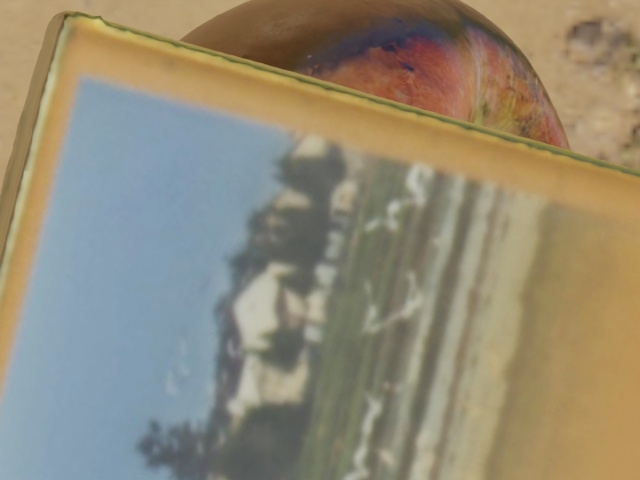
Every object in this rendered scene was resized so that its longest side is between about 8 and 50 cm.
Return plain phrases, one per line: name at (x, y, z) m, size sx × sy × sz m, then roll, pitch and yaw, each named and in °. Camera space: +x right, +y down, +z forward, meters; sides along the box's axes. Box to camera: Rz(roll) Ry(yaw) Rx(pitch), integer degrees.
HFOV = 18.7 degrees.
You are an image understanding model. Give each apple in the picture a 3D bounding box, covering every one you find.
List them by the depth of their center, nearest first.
apple at (0.000, 0.000, 1.279) m, size 0.338 × 0.305 × 0.339 m, roll 28°, pitch 54°, yaw -47°

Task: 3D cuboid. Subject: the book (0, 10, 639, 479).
book at (0.081, 0.120, 0.469) m, size 0.373 × 0.028 × 0.263 m, roll 14°, pitch 92°, yaw -21°
